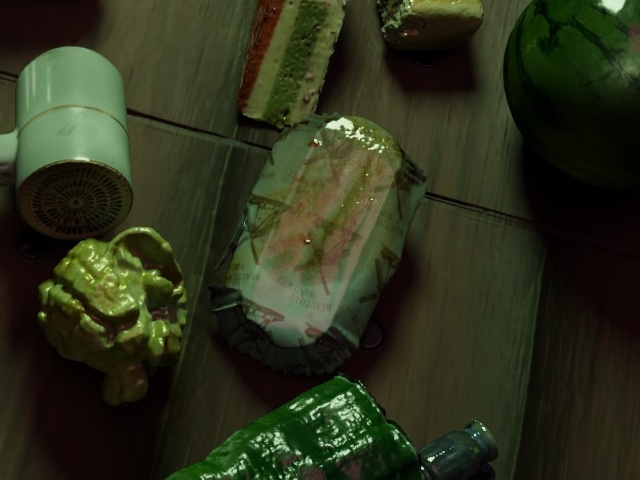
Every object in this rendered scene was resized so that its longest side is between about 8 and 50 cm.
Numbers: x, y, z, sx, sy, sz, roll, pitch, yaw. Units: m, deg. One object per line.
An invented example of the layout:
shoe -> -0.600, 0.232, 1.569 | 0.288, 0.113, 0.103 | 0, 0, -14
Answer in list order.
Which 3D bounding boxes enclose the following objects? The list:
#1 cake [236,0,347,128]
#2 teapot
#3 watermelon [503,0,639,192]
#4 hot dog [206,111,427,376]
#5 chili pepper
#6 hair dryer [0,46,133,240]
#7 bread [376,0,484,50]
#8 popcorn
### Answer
cake -> -0.016, -0.235, 1.664 | 0.086, 0.117, 0.220 | 18, 61, -11
teapot -> 0.127, 0.211, 1.521 | 0.083, 0.049, 0.064 | -27, 74, -23
watermelon -> 0.304, -0.167, 1.635 | 0.242, 0.242, 0.242 | 5, 64, -11
hot dog -> 0.000, 0.000, 1.578 | 0.162, 0.082, 0.270 | 21, 70, 9
chili pepper -> -0.047, 0.226, 1.447 | 0.270, 0.099, 0.136 | -26, 82, -27
hair dryer -> -0.357, -0.077, 1.523 | 0.357, 0.108, 0.173 | -8, 45, -3
bread -> 0.112, -0.257, 1.727 | 0.106, 0.082, 0.125 | 6, 53, -21
popcorn -> -0.188, 0.063, 1.477 | 0.135, 0.141, 0.162 | 1, 104, -6
